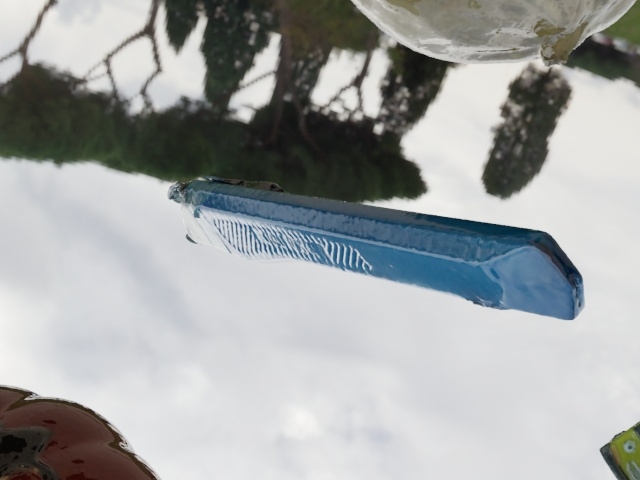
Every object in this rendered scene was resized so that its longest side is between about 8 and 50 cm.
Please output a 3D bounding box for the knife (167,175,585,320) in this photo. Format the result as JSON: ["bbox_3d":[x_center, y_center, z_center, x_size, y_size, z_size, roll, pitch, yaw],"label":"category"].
[{"bbox_3d":[0.002,-0.001,0.446,0.026,0.044,0.296,-35,-158,-23],"label":"knife"}]

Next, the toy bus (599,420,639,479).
[{"bbox_3d":[0.340,0.197,1.051,0.088,0.101,0.175,56,-157,17],"label":"toy bus"}]

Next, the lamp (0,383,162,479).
[{"bbox_3d":[-0.186,0.186,0.593,0.227,0.227,0.227,18,-159,-7],"label":"lamp"}]

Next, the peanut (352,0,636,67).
[{"bbox_3d":[0.051,-0.158,0.514,0.224,0.129,0.129,28,-162,-14],"label":"peanut"}]
